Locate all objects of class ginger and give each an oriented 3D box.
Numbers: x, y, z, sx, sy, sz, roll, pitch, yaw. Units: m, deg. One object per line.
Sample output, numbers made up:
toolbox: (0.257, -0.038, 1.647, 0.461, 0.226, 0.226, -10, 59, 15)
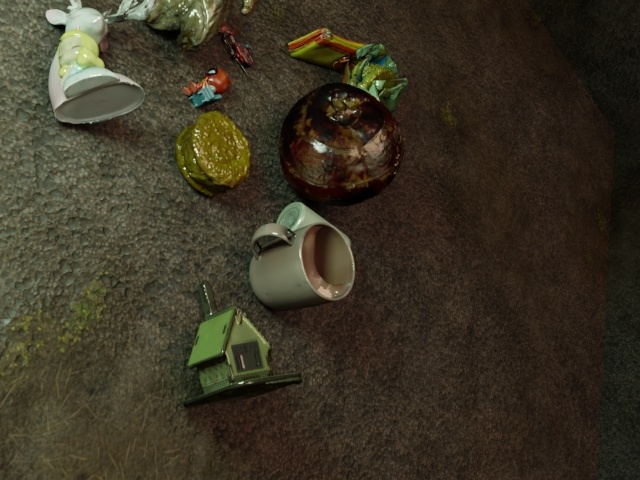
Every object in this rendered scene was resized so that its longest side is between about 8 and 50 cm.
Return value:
ginger: (-0.197, -0.662, 2.108, 0.048, 0.030, 0.097, 49, 43, -26)

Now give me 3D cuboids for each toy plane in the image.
toy plane: (-0.219, -0.506, 2.020, 0.060, 0.037, 0.145, -47, 116, -36)

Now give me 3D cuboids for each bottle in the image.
bottle: (0.000, 0.000, 2.020, 0.245, 0.104, 0.104, 35, 52, -36)

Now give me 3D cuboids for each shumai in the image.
shumai: (-0.315, -0.576, 1.820, 0.185, 0.183, 0.218, 43, 60, -31)

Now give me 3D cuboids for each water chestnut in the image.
water chestnut: (0.053, -0.241, 2.051, 0.350, 0.302, 0.351, 3, 62, -6)

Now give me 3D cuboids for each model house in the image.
model house: (-0.192, 0.200, 1.652, 0.204, 0.218, 0.279, 3, 69, -49)

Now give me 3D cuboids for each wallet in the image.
wallet: (0.035, -0.553, 2.246, 0.241, 0.141, 0.067, 0, 80, -48)

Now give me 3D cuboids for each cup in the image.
cup: (-0.072, 0.054, 1.841, 0.253, 0.200, 0.192, 41, 48, -32)

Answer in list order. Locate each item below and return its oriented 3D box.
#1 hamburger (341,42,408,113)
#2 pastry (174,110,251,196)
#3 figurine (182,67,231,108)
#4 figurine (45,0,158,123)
hamburger: (0.166, -0.432, 2.263, 0.260, 0.150, 0.276, 21, 96, -59)
pastry: (-0.253, -0.202, 1.811, 0.188, 0.103, 0.189, 21, 60, -42)
figurine: (-0.269, -0.379, 1.888, 0.075, 0.068, 0.140, 57, 44, -13)
figurine: (-0.439, -0.431, 1.576, 0.206, 0.284, 0.316, 9, 57, -48)
